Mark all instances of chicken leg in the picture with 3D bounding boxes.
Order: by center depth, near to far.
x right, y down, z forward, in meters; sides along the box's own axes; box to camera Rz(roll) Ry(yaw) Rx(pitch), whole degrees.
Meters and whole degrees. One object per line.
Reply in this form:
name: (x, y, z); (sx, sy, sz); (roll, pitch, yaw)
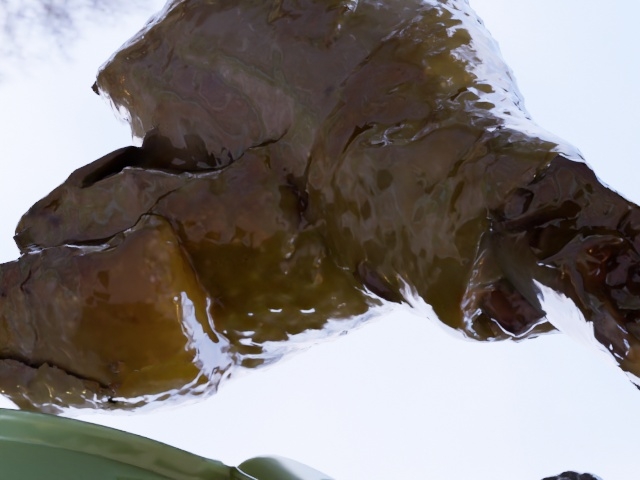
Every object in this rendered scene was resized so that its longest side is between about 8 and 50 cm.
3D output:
chicken leg: (0.000, 0.000, 0.635); (0.409, 0.295, 0.182); (36, -28, 55)

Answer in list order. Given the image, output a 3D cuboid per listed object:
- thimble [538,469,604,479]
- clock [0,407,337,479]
thimble: (0.155, 0.201, 0.930); (0.095, 0.066, 0.104); (-26, -146, 35)
clock: (-0.081, 0.133, 0.509); (0.235, 0.308, 0.096); (31, -76, 57)
